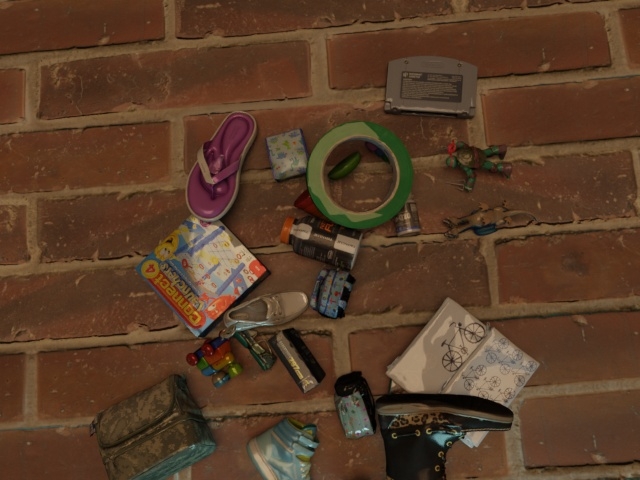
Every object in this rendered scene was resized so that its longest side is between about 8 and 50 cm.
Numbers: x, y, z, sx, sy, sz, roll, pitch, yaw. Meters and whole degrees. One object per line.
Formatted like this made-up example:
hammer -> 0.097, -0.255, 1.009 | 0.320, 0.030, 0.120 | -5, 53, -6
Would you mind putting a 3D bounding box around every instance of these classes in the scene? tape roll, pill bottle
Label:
tape roll -> 0.116, -0.197, 1.723 | 0.321, 0.077, 0.321 | 0, 95, -4
pill bottle -> 0.000, 0.000, 1.781 | 0.246, 0.130, 0.130 | 17, 83, 6
pill bottle -> 0.270, -0.085, 1.804 | 0.078, 0.078, 0.137 | -10, 80, 2

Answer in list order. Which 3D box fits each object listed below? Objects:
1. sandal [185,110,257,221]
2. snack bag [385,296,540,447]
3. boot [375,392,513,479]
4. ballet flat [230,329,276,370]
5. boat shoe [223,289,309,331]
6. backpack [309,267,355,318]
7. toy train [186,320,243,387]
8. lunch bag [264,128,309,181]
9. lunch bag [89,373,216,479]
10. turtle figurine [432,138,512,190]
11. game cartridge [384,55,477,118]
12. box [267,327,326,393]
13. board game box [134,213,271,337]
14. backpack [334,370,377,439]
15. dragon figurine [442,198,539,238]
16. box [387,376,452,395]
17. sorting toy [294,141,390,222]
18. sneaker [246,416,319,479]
sandal -> -0.326, -0.259, 1.813 | 0.169, 0.102, 0.416 | 13, 66, 5
snack bag -> 0.419, 0.380, 1.684 | 0.342, 0.037, 0.323 | 40, 85, 9
boot -> 0.342, 0.583, 1.582 | 0.378, 0.138, 0.284 | -1, 89, 15
ballet flat -> -0.210, 0.323, 1.786 | 0.070, 0.070, 0.188 | -41, 83, -3
boat shoe -> -0.160, 0.214, 1.750 | 0.277, 0.096, 0.098 | -16, 75, -17
backpack -> 0.035, 0.159, 1.733 | 0.117, 0.173, 0.158 | 17, 83, 6
toy train -> -0.283, 0.350, 1.713 | 0.248, 0.105, 0.143 | -34, 93, 37
lunch bag -> -0.104, -0.278, 1.849 | 0.129, 0.096, 0.151 | -15, 90, 1
lunch bag -> -0.506, 0.571, 1.694 | 0.305, 0.212, 0.256 | -29, 64, -2
turtle figurine -> 0.480, -0.247, 1.803 | 0.234, 0.118, 0.175 | -3, 81, -3
game cartridge -> 0.366, -0.511, 1.878 | 0.297, 0.062, 0.198 | 5, 77, 4
box -> -0.065, 0.350, 1.679 | 0.059, 0.232, 0.183 | -35, 80, 1
board game box -> -0.374, 0.096, 1.811 | 0.302, 0.086, 0.308 | -44, 81, -4
backpack -> 0.103, 0.501, 1.702 | 0.115, 0.152, 0.181 | -15, 93, 6
dragon figurine -> 0.526, -0.067, 1.781 | 0.289, 0.144, 0.085 | -8, 79, -17
box -> 0.333, 0.456, 1.725 | 0.244, 0.060, 0.100 | 9, 82, 4
sorting toy -> 0.089, -0.187, 1.832 | 0.365, 0.127, 0.126 | -40, 105, -1
sneaker -> -0.051, 0.672, 1.684 | 0.208, 0.127, 0.319 | -40, 82, -2
